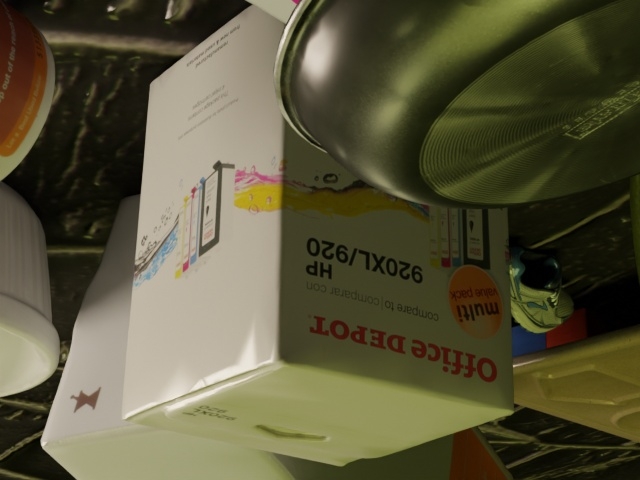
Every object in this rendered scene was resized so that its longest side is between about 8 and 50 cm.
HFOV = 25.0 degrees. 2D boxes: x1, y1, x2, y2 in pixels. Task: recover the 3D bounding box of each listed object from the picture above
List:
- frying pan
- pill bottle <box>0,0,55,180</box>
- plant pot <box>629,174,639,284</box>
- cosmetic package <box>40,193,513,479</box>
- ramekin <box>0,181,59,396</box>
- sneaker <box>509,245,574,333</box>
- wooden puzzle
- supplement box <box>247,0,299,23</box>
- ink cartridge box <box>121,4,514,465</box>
[{"bbox_3d":[0.104,-0.045,0.498,0.197,0.053,0.326,-23,157,12],"label":"frying pan"},{"bbox_3d":[-0.250,-0.113,0.759,0.121,0.121,0.216,-10,155,26],"label":"pill bottle"},{"bbox_3d":[0.405,-0.030,0.692,0.353,0.367,0.366,0,161,-31],"label":"plant pot"},{"bbox_3d":[-0.006,0.177,1.149,0.161,0.230,0.453,-12,136,27],"label":"cosmetic package"},{"bbox_3d":[-0.333,0.029,1.106,0.272,0.127,0.273,2,158,1],"label":"ramekin"},{"bbox_3d":[0.182,0.040,1.206,0.058,0.052,0.135,-21,150,35],"label":"sneaker"},{"bbox_3d":[0.343,0.116,1.362,0.322,0.081,0.347,21,155,-39],"label":"wooden puzzle"},{"bbox_3d":[0.005,-0.152,0.535,0.220,0.114,0.111,33,164,16],"label":"supplement box"},{"bbox_3d":[0.000,0.000,0.873,0.171,0.233,0.168,16,154,-33],"label":"ink cartridge box"}]
